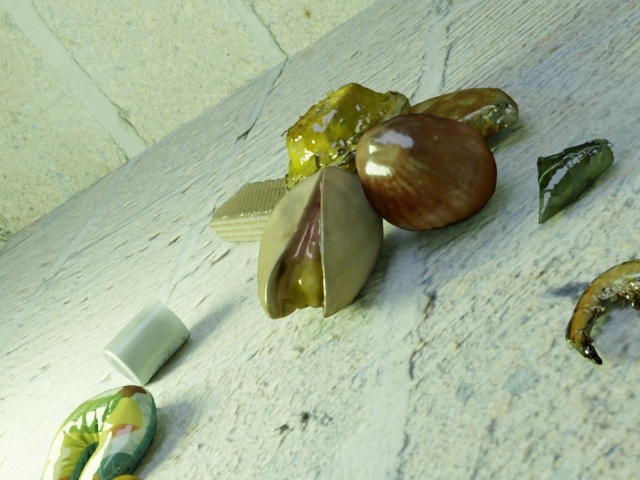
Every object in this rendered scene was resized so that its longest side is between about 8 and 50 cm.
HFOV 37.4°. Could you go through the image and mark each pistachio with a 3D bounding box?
[{"bbox_3d":[0.000,0.000,1.461,0.187,0.187,0.299,-26,24,28],"label":"pistachio"}]

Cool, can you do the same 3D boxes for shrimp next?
[{"bbox_3d":[0.331,0.069,0.975,0.148,0.035,0.195,-45,15,-27],"label":"shrimp"}]

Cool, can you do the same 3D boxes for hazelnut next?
[{"bbox_3d":[0.150,-0.108,1.414,0.214,0.214,0.176,-14,56,46],"label":"hazelnut"}]

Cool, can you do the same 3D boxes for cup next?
[{"bbox_3d":[-0.308,0.195,1.705,0.099,0.136,0.133,27,61,30],"label":"cup"}]

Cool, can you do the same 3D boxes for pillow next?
[{"bbox_3d":[-0.349,0.326,1.497,0.233,0.086,0.214,-15,40,40],"label":"pillow"}]

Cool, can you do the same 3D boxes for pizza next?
[{"bbox_3d":[0.235,-0.210,1.666,0.268,0.087,0.258,-26,21,27],"label":"pizza"}]

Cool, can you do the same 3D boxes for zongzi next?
[{"bbox_3d":[0.342,-0.078,1.262,0.109,0.055,0.119,-22,37,32],"label":"zongzi"}]

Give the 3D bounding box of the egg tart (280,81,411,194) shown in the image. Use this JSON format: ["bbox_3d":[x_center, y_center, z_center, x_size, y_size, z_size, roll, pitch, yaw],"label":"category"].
[{"bbox_3d":[0.030,-0.192,1.681,0.295,0.116,0.295,-34,15,11],"label":"egg tart"}]

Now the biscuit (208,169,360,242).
[{"bbox_3d":[-0.067,-0.067,1.862,0.144,0.078,0.426,-46,23,-25],"label":"biscuit"}]

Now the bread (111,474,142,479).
[{"bbox_3d":[-0.296,0.375,1.323,0.082,0.056,0.115,-14,31,45],"label":"bread"}]
